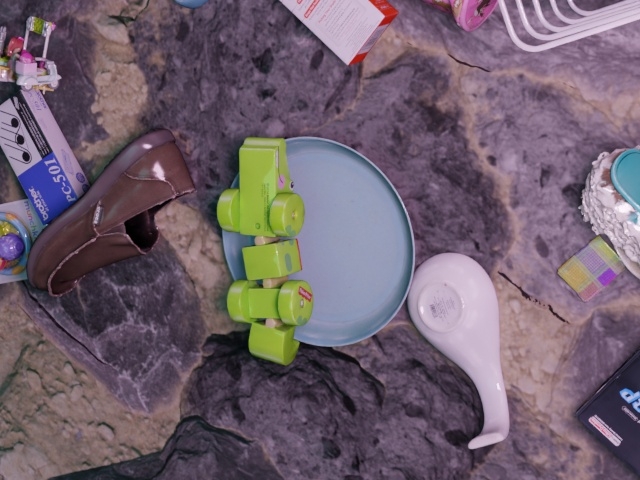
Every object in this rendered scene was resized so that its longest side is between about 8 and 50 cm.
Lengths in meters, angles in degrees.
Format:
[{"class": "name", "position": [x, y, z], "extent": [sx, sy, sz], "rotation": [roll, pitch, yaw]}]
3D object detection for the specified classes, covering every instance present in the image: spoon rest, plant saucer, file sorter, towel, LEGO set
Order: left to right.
[{"class": "LEGO set", "position": [-0.517, -0.316, 1.952], "extent": [0.287, 0.132, 0.107], "rotation": [19, 103, 29]}, {"class": "plant saucer", "position": [0.000, 0.000, 1.809], "extent": [0.318, 0.044, 0.317], "rotation": [7, 107, 25]}, {"class": "spoon rest", "position": [0.206, 0.152, 1.734], "extent": [0.137, 0.084, 0.276], "rotation": [-21, 80, 29]}, {"class": "towel", "position": [0.365, 0.038, 1.647], "extent": [0.060, 0.009, 0.083], "rotation": [48, 119, 9]}, {"class": "file sorter", "position": [0.320, -0.342, 1.417], "extent": [0.193, 0.278, 0.173], "rotation": [-15, 101, 30]}]

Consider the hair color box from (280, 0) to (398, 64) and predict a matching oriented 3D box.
[{"class": "hair color box", "position": [0.016, -0.336, 1.702], "extent": [0.167, 0.053, 0.093], "rotation": [45, 120, 9]}]

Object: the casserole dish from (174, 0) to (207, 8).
[{"class": "casserole dish", "position": [-0.178, -0.421, 1.790], "extent": [0.188, 0.037, 0.114], "rotation": [-37, 85, 31]}]

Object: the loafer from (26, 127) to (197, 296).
[{"class": "loafer", "position": [-0.331, -0.016, 1.923], "extent": [0.130, 0.134, 0.366], "rotation": [50, 120, 8]}]

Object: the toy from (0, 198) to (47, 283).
[{"class": "toy", "position": [-0.569, 0.013, 2.102], "extent": [0.237, 0.056, 0.136], "rotation": [-9, 101, 29]}]

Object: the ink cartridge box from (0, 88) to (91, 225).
[{"class": "ink cartridge box", "position": [-0.461, -0.139, 2.009], "extent": [0.097, 0.046, 0.207], "rotation": [-28, 90, 32]}]

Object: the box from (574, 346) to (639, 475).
[{"class": "box", "position": [0.478, 0.245, 1.620], "extent": [0.220, 0.051, 0.175], "rotation": [44, 119, 10]}]

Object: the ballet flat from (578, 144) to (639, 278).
[{"class": "ballet flat", "position": [0.486, 0.050, 1.538], "extent": [0.409, 0.147, 0.147], "rotation": [48, 120, 12]}]

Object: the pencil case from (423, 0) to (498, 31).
[{"class": "pencil case", "position": [0.073, -0.412, 1.578], "extent": [0.386, 0.167, 0.160], "rotation": [30, 145, 16]}]

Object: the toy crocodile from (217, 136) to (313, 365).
[{"class": "toy crocodile", "position": [-0.071, 0.018, 1.777], "extent": [0.115, 0.105, 0.340], "rotation": [-1, 99, 28]}]
